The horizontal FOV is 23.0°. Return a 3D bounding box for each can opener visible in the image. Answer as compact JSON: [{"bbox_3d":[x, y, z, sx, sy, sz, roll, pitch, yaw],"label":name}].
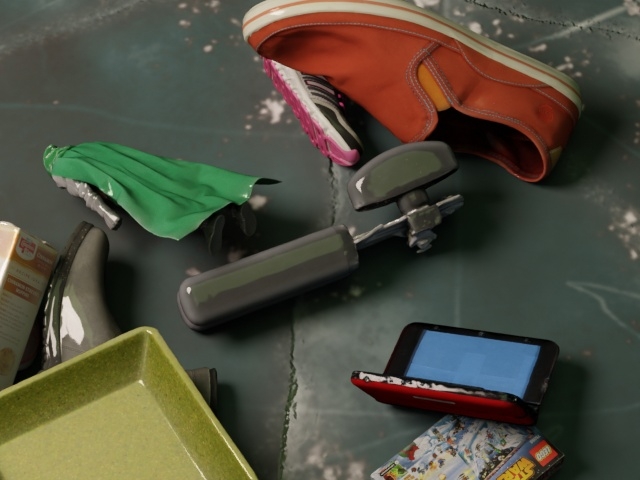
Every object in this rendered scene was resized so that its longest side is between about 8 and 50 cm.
[{"bbox_3d":[0.000,0.000,1.409,0.280,0.074,0.093,-25,82,-11],"label":"can opener"}]

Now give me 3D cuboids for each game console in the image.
[{"bbox_3d":[0.114,0.102,1.319,0.144,0.124,0.085,6,75,22],"label":"game console"}]

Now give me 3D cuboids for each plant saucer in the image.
[{"bbox_3d":[-0.171,0.178,1.232,0.188,0.045,0.188,-25,54,-20],"label":"plant saucer"}]

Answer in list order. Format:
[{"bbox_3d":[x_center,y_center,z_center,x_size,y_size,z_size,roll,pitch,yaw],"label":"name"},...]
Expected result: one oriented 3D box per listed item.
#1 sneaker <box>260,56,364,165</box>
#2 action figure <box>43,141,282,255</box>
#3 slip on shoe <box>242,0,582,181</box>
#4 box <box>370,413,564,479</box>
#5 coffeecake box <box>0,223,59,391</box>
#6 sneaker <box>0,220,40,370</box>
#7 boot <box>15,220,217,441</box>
[{"bbox_3d":[0.006,-0.146,1.506,0.075,0.063,0.170,-28,57,-8],"label":"sneaker"},{"bbox_3d":[-0.166,-0.048,1.427,0.232,0.063,0.137,20,31,34],"label":"action figure"},{"bbox_3d":[0.085,-0.141,1.436,0.331,0.123,0.101,19,68,-16],"label":"slip on shoe"},{"bbox_3d":[0.123,0.193,1.320,0.137,0.027,0.094,-35,62,-19],"label":"box"},{"bbox_3d":[-0.322,0.072,1.327,0.142,0.068,0.185,12,77,26],"label":"coffeecake box"},{"bbox_3d":[-0.278,0.044,1.391,0.051,0.070,0.134,-6,60,-5],"label":"sneaker"},{"bbox_3d":[-0.164,0.108,1.359,0.161,0.083,0.246,10,60,-6],"label":"boot"}]
